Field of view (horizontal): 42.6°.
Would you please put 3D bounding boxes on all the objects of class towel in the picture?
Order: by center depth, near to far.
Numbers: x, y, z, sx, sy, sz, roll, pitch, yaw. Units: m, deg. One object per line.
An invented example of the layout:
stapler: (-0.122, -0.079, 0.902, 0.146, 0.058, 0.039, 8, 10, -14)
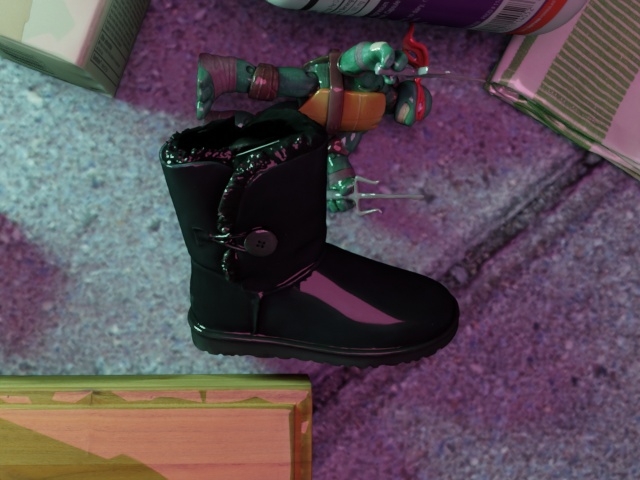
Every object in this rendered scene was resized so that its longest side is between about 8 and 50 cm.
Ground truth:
towel: (0.348, -0.165, 0.772, 0.325, 0.038, 0.247, 29, 87, -4)

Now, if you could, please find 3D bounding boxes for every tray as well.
tray: (-0.214, 0.223, 0.713, 0.411, 0.076, 0.202, 0, 90, -5)

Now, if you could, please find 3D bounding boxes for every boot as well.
boot: (0.000, 0.000, 0.671, 0.247, 0.094, 0.207, 1, 127, 0)

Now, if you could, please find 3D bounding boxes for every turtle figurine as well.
turtle figurine: (0.013, -0.109, 0.712, 0.234, 0.118, 0.175, 1, 131, -3)

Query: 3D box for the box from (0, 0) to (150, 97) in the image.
box: (-0.184, -0.292, 0.679, 0.121, 0.148, 0.311, 20, 87, -4)

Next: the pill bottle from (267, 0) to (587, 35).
pill bottle: (0.058, -0.267, 0.648, 0.323, 0.181, 0.181, 2, 90, -18)
